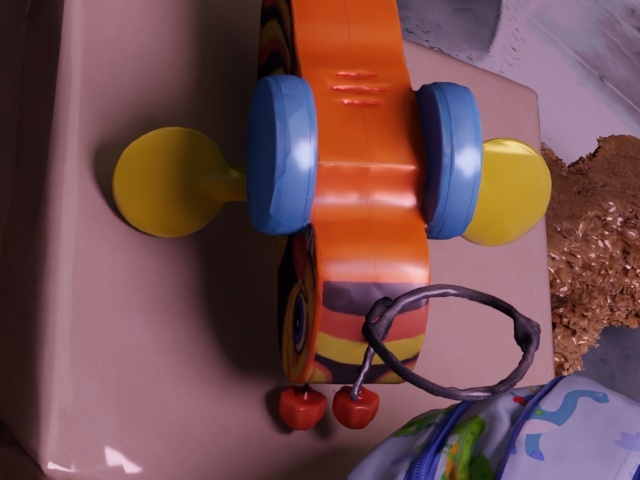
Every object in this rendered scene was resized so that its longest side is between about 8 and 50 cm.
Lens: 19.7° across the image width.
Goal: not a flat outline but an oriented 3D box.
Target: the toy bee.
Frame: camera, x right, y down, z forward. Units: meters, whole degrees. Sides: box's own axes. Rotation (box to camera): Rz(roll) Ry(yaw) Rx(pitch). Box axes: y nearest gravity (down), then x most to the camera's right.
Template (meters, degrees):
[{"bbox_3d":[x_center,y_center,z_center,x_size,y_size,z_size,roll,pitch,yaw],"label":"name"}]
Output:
[{"bbox_3d":[0.000,0.000,0.831,0.195,0.162,0.298,16,42,2],"label":"toy bee"}]

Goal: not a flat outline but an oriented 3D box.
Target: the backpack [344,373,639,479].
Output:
[{"bbox_3d":[0.104,0.238,0.788,0.273,0.355,0.290,31,28,21],"label":"backpack"}]

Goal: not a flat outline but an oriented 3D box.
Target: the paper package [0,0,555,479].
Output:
[{"bbox_3d":[-0.041,0.031,0.974,0.325,0.168,0.309,17,59,-34],"label":"paper package"}]

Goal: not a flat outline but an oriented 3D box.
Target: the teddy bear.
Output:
[{"bbox_3d":[0.121,0.007,1.310,0.338,0.113,0.245,-22,60,-45],"label":"teddy bear"}]
